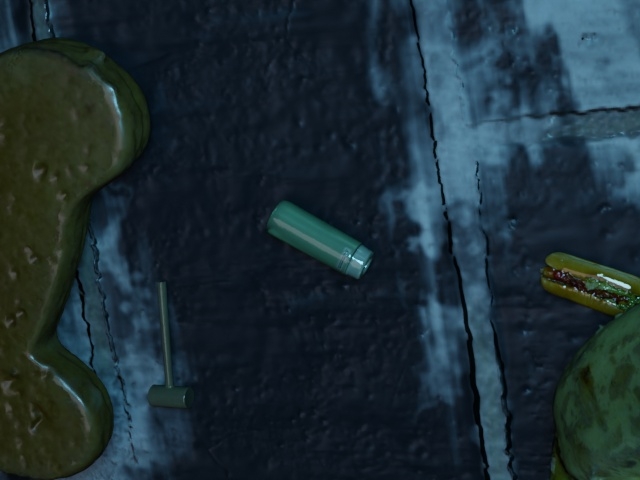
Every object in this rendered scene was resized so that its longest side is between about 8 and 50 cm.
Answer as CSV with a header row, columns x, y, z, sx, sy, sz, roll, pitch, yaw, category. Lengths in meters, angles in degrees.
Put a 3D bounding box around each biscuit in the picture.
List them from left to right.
x,y,z,sx,sy,sz,roll,pitch,yaw,category
-0.324,0.000,1.268,0.368,0.076,0.394,15,109,17,biscuit

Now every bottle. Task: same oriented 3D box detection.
x,y,z,sx,sy,sz,roll,pitch,yaw,category
0.000,0.000,1.153,0.083,0.030,0.030,29,116,10,bottle

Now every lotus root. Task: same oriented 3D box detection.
x,y,z,sx,sy,sz,roll,pitch,yaw,category
0.279,0.110,0.984,0.173,0.173,0.309,55,140,-2,lotus root

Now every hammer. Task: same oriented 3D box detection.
x,y,z,sx,sy,sz,roll,pitch,yaw,category
-0.128,0.087,1.245,0.036,0.019,0.110,2,103,21,hammer

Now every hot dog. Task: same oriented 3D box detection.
x,y,z,sx,sy,sz,roll,pitch,yaw,category
0.200,0.035,1.088,0.083,0.021,0.037,17,114,18,hot dog
